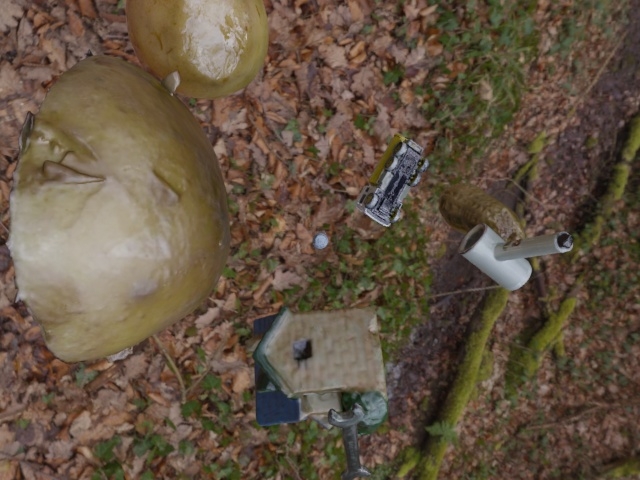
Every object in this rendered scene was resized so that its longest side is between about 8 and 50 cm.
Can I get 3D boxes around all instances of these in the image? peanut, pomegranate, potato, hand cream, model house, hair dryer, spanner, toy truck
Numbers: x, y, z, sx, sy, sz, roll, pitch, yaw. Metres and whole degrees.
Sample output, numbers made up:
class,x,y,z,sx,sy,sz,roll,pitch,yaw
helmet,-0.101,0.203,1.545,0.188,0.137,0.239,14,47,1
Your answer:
class,x,y,z,sx,sy,sz,roll,pitch,yaw
peanut,0.371,-0.050,1.097,0.110,0.236,0.120,-15,130,-28
pomegranate,-0.259,-0.472,1.035,0.319,0.319,0.320,-8,104,-37
potato,-0.140,-0.041,0.423,0.115,0.299,0.239,-4,123,1
hand cream,0.000,0.000,1.349,0.043,0.170,0.065,26,91,0
model house,-0.029,0.330,1.216,0.342,0.382,0.335,-4,69,-3
hair dryer,0.359,0.019,0.837,0.131,0.236,0.073,38,72,-7
spanner,0.047,0.318,0.731,0.054,0.015,0.255,-10,133,-2
toy truck,0.178,-0.154,1.195,0.098,0.114,0.227,30,90,-25
